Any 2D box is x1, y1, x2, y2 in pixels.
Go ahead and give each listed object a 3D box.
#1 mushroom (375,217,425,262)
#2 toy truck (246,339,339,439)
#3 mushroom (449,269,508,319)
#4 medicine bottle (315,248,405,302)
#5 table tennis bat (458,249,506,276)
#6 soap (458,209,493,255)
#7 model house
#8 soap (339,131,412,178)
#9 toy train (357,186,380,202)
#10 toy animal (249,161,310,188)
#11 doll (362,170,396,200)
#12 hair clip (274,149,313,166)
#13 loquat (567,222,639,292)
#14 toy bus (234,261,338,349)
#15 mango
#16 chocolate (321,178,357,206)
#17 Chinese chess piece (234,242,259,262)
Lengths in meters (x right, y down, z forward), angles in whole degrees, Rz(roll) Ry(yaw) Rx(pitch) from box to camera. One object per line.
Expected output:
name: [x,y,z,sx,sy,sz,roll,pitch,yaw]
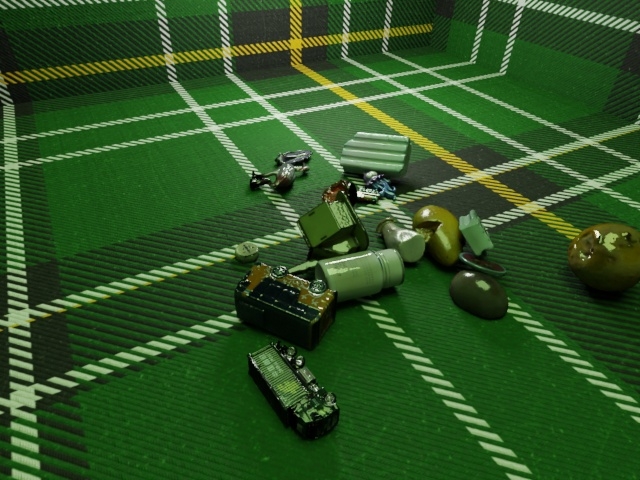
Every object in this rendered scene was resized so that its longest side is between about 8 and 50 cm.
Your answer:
mushroom: [0.277,0.000,1.593,0.116,0.093,0.225,-46,31,-4]
toy truck: [-0.068,0.365,1.103,0.121,0.088,0.259,-22,42,-29]
mushroom: [0.497,0.156,1.387,0.188,0.117,0.141,32,58,27]
medicine bottle: [0.122,0.108,1.397,0.258,0.143,0.143,-10,39,-15]
table tennis bat: [0.534,0.068,1.478,0.153,0.040,0.244,21,18,13]
soap: [0.527,-0.029,1.522,0.066,0.119,0.198,-33,0,20]
model house: [-0.014,-0.007,1.471,0.278,0.205,0.218,-19,67,-15]
soap: [0.248,-0.380,1.991,0.289,0.095,0.173,10,79,19]
toy train: [0.197,-0.183,1.856,0.103,0.044,0.064,10,42,14]
toy animal: [-0.152,-0.292,1.941,0.324,0.090,0.195,-21,34,-29]
doll: [0.254,-0.238,1.913,0.110,0.067,0.206,-32,59,-24]
hair clip: [-0.129,-0.404,2.116,0.195,0.052,0.124,-19,41,-25]
loquat: [0.935,0.057,1.442,0.243,0.244,0.244,1,38,-1]
toy bus: [-0.106,0.185,1.295,0.275,0.138,0.167,20,43,19]
mango: [0.423,-0.017,1.580,0.167,0.130,0.262,-5,47,-23]
chocolate: [0.072,-0.175,1.776,0.133,0.127,0.124,2,45,26]
Chinese chess piece: [-0.256,0.041,1.554,0.084,0.034,0.084,1,37,-1]
